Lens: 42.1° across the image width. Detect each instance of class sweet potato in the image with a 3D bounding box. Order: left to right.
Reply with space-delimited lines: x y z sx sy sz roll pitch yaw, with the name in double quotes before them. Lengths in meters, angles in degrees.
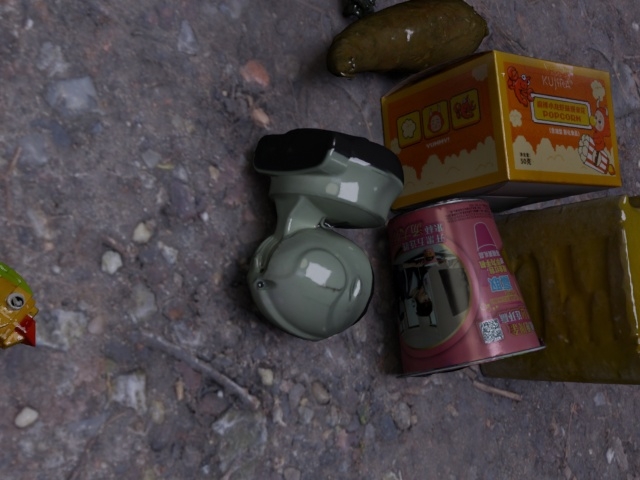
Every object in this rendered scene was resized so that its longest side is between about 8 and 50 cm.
"sweet potato" 0.133 -0.322 1.334 0.423 0.131 0.130 -23 97 -44

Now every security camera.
"security camera" 0.000 0.000 1.164 0.191 0.197 0.277 24 76 -42

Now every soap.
"soap" 0.416 0.084 1.371 0.156 0.335 0.293 -5 88 -37

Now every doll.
"doll" -0.400 0.090 0.892 0.186 0.106 0.134 -23 79 -37

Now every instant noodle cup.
"instant noodle cup" 0.208 0.073 1.295 0.244 0.244 0.254 -3 79 -37

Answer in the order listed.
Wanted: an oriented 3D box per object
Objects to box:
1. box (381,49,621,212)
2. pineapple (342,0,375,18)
"box" 0.292 -0.168 1.357 0.284 0.260 0.213 -1 82 -37
"pineapple" 0.085 -0.449 1.346 0.108 0.108 0.197 21 77 -33
